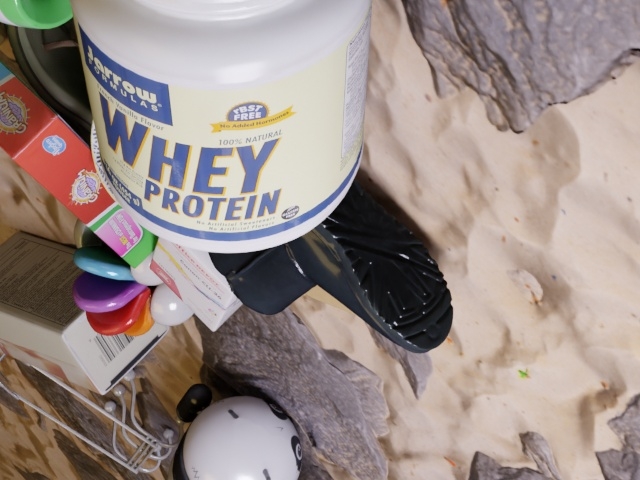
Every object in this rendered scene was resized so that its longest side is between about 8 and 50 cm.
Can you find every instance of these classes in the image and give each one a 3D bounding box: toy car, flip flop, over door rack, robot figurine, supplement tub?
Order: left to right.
[{"bbox_3d":[-0.389,0.270,2.260,0.324,0.108,0.239,23,154,-7],"label":"over door rack"},{"bbox_3d":[-0.229,-0.157,1.486,0.080,0.112,0.277,-36,102,22],"label":"flip flop"},{"bbox_3d":[-0.258,0.051,1.766,0.159,0.136,0.182,24,147,34],"label":"toy car"},{"bbox_3d":[-0.077,-0.166,1.101,0.235,0.235,0.325,33,152,19],"label":"supplement tub"},{"bbox_3d":[-0.122,0.323,1.946,0.209,0.174,0.278,19,153,-5],"label":"robot figurine"}]

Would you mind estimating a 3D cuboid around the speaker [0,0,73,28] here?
[{"bbox_3d":[-0.373,-0.313,1.405,0.296,0.131,0.131,26,148,30],"label":"speaker"}]

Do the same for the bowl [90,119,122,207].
[{"bbox_3d":[-0.146,-0.104,1.424,0.170,0.170,0.080,37,-164,12],"label":"bowl"}]

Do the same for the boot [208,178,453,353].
[{"bbox_3d":[0.002,0.033,1.390,0.246,0.094,0.207,49,146,-1],"label":"boot"}]

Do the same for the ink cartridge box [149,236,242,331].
[{"bbox_3d":[-0.128,0.019,1.578,0.115,0.067,0.198,44,156,6],"label":"ink cartridge box"}]

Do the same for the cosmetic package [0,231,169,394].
[{"bbox_3d":[-0.382,0.101,1.991,0.296,0.153,0.129,16,142,44],"label":"cosmetic package"}]

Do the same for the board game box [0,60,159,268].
[{"bbox_3d":[-0.319,-0.115,1.538,0.242,0.064,0.316,41,174,27],"label":"board game box"}]

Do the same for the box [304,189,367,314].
[{"bbox_3d":[0.000,0.000,1.471,0.164,0.021,0.201,20,144,33],"label":"box"}]

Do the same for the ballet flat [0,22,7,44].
[{"bbox_3d":[-0.438,-0.247,1.670,0.168,0.052,0.057,2,132,52],"label":"ballet flat"}]
